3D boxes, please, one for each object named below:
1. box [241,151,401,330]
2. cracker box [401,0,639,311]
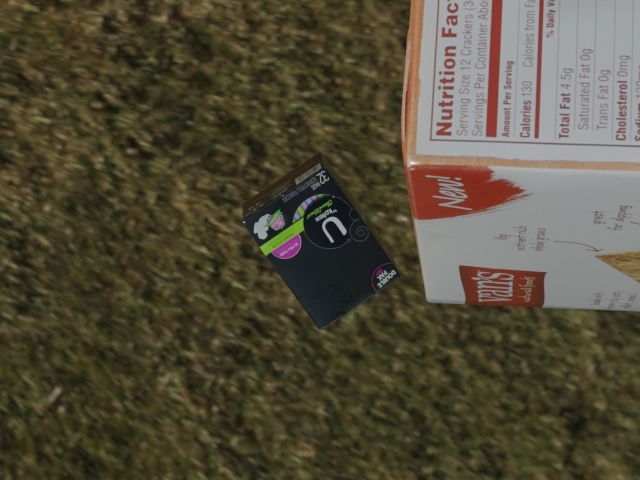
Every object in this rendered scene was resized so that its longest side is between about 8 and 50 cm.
[{"bbox_3d":[0.000,0.000,0.939,0.062,0.052,0.083,-33,104,5],"label":"box"},{"bbox_3d":[0.144,-0.023,0.461,0.232,0.155,0.067,3,75,7],"label":"cracker box"}]
